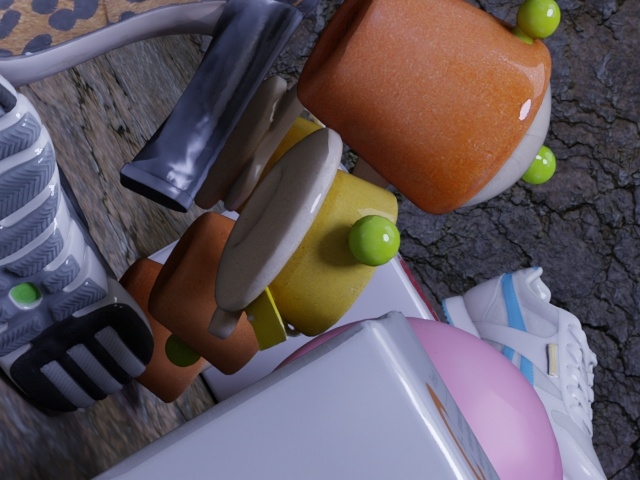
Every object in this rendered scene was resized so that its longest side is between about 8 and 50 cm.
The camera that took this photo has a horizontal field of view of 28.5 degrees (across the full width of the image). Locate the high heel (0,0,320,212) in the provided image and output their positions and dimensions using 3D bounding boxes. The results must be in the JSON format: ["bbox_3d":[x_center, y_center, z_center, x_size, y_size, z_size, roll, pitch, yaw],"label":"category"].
[{"bbox_3d":[-0.129,-0.155,0.616,0.261,0.186,0.093,31,-12,-12],"label":"high heel"}]

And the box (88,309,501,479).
[{"bbox_3d":[0.044,0.216,0.499,0.345,0.168,0.215,60,4,5],"label":"box"}]

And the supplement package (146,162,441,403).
[{"bbox_3d":[0.015,0.099,1.020,0.293,0.175,0.177,59,4,4],"label":"supplement package"}]

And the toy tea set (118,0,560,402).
[{"bbox_3d":[0.000,0.000,0.645,0.124,0.200,0.336,32,-23,-14],"label":"toy tea set"}]

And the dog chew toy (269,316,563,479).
[{"bbox_3d":[0.079,0.204,0.819,0.331,0.207,0.206,59,3,-35],"label":"dog chew toy"}]

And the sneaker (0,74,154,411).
[{"bbox_3d":[-0.156,-0.028,0.553,0.132,0.086,0.228,56,-10,40],"label":"sneaker"}]

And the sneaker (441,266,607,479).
[{"bbox_3d":[0.173,0.108,0.973,0.087,0.092,0.228,58,6,-46],"label":"sneaker"}]
